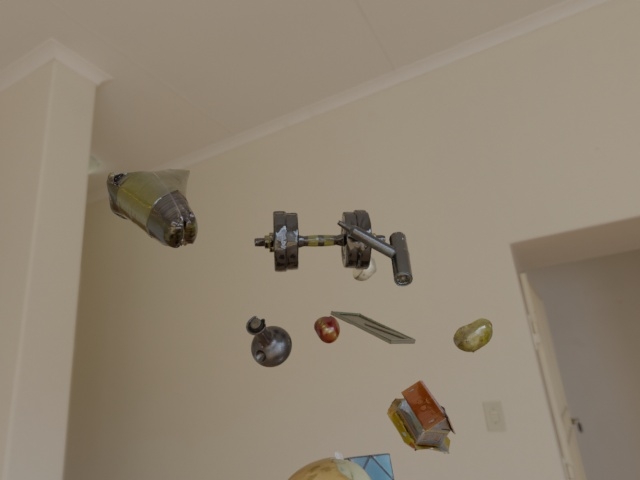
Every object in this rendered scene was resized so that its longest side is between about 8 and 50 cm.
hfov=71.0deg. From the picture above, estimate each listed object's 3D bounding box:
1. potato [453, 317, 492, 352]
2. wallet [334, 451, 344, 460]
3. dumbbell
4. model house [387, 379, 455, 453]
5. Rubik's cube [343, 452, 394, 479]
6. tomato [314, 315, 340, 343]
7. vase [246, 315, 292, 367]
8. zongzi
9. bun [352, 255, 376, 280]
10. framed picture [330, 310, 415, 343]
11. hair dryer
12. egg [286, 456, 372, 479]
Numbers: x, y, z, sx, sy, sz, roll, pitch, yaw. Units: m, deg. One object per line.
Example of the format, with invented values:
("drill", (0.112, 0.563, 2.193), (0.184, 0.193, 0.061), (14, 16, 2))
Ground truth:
("potato", (0.489, 0.301, 1.424), (0.137, 0.092, 0.070), (-25, 17, -5))
("wallet", (0.051, 0.556, 1.134), (0.011, 0.044, 0.083), (-22, -29, -1))
("dumbbell", (0.000, 0.000, 1.329), (0.388, 0.185, 0.185), (-2, -19, -4))
("model house", (0.327, 0.520, 1.389), (0.207, 0.219, 0.136), (17, -69, -26))
("Rubik's cube", (0.138, 0.910, 1.654), (0.205, 0.205, 0.207), (12, -36, -33))
("tomato", (0.024, 0.278, 1.409), (0.075, 0.087, 0.087), (-35, -24, 5))
("vase", (-0.150, 0.274, 1.250), (0.120, 0.120, 0.183), (-9, -42, 11))
("zongzi", (-0.408, -0.118, 1.314), (0.317, 0.289, 0.154), (-35, -28, -49))
("bun", (0.211, 0.125, 2.053), (0.094, 0.138, 0.138), (19, -26, -16))
("framed picture", (0.241, 0.398, 2.063), (0.335, 0.022, 0.247), (21, 3, 38))
("hair dryer", (0.128, 0.015, 1.082), (0.194, 0.173, 0.050), (22, -59, -12))
("egg", (0.013, 0.568, 0.940), (0.244, 0.201, 0.201), (-13, -19, -1))
